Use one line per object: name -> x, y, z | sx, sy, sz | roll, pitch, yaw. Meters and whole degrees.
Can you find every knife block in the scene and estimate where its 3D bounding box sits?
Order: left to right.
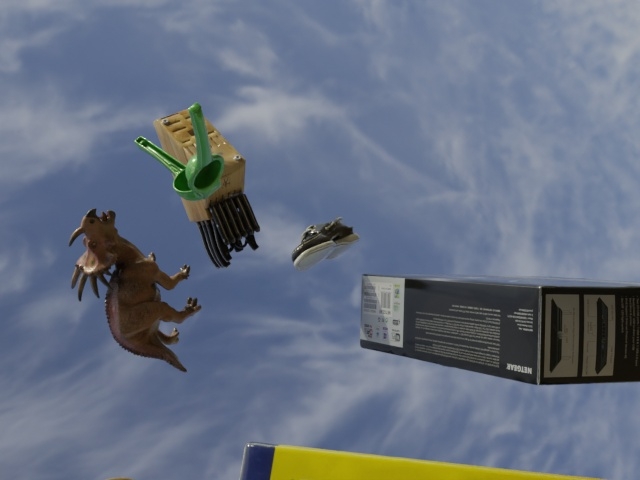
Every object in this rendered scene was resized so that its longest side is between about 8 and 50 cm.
knife block -> -0.222, -0.090, 1.929 | 0.088, 0.242, 0.276 | -23, -127, -30

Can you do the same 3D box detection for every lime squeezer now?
lime squeezer -> -0.161, -0.105, 1.248 | 0.058, 0.310, 0.110 | -22, -84, -20

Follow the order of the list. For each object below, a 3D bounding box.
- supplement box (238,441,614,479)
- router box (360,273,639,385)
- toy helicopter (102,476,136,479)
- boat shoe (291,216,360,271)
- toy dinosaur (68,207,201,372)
supplement box -> 0.117, 0.287, 0.764 | 0.194, 0.356, 0.195 | 63, -148, -63
router box -> 0.211, 0.075, 0.929 | 0.242, 0.309, 0.081 | 2, -91, -23
toy helicopter -> -0.272, 0.528, 1.470 | 0.234, 0.140, 0.355 | -3, -115, -32
boat shoe -> 0.000, 0.000, 1.039 | 0.038, 0.046, 0.125 | 52, -149, 10
toy dinosaur -> -0.329, 0.101, 1.697 | 0.200, 0.127, 0.296 | -5, -106, -42
